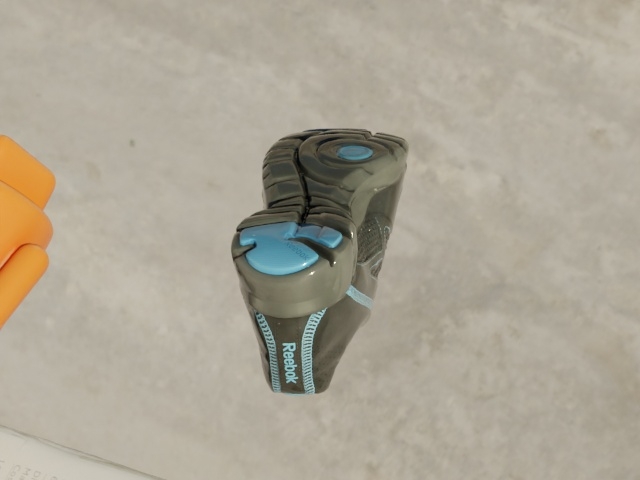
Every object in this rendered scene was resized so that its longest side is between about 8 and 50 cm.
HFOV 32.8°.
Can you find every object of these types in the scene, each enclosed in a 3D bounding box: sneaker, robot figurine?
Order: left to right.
[{"bbox_3d":[-0.296,0.020,0.858,0.158,0.128,0.219,26,73,1],"label":"robot figurine"},{"bbox_3d":[0.000,0.000,0.964,0.125,0.140,0.341,5,28,15],"label":"sneaker"}]

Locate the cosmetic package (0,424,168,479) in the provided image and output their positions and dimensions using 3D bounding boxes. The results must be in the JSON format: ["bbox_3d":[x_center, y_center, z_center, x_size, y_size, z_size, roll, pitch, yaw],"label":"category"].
[{"bbox_3d":[-0.030,0.207,0.441,0.224,0.224,0.138,9,57,25],"label":"cosmetic package"}]
